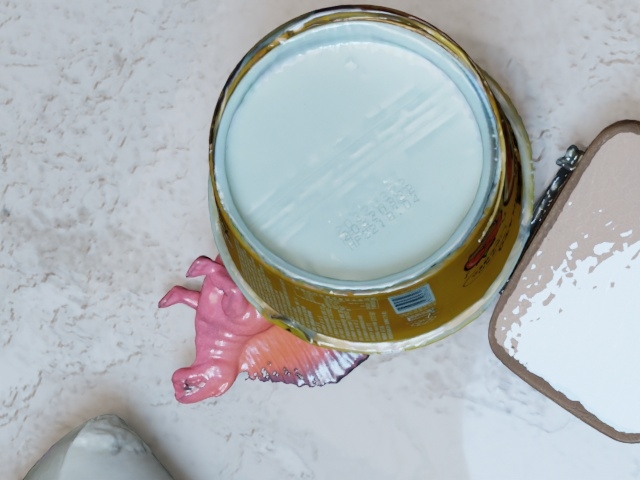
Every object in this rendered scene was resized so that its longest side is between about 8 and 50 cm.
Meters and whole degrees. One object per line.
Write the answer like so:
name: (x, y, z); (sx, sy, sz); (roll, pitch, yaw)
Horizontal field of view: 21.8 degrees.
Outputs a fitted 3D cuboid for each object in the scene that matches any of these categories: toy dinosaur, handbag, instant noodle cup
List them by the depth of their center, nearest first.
instant noodle cup: (0.025, -0.042, 1.002); (0.215, 0.172, 0.216); (-1, 83, 5)
handbag: (0.198, 0.021, 1.085); (0.151, 0.072, 0.193); (28, 101, 7)
toy dinosaur: (0.004, 0.007, 1.134); (0.139, 0.070, 0.286); (37, 94, -5)

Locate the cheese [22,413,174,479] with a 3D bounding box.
cheese: (-0.149, 0.243, 1.131); (0.189, 0.154, 0.198); (39, 100, 0)
